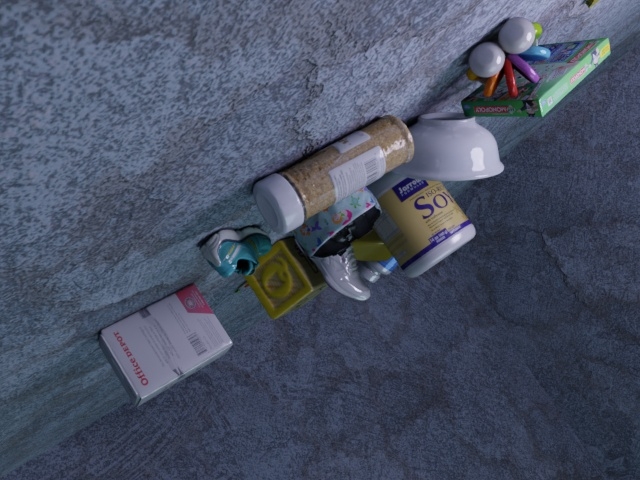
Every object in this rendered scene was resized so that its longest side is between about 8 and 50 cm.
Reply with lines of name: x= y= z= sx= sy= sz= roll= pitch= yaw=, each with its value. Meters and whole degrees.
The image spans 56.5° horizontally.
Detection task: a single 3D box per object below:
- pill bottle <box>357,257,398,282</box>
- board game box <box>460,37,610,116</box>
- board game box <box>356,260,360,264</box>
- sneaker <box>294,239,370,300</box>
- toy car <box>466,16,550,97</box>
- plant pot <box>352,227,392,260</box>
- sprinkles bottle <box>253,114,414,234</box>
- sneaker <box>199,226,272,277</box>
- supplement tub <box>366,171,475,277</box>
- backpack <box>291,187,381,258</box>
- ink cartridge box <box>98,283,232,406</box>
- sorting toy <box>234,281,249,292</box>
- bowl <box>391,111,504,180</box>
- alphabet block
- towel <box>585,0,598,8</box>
pill bottle: x=0.233 y=0.042 z=2.099 sx=0.221 sy=0.124 sz=0.124 roll=-47 pitch=168 yaw=14
board game box: x=0.520 y=-0.394 z=1.442 sx=0.317 sy=0.046 sz=0.214 roll=-40 pitch=-148 yaw=-26
board game box: x=0.242 y=-0.035 z=2.169 sx=0.208 sy=0.056 sz=0.346 roll=-3 pitch=135 yaw=-48
sneaker: x=0.055 y=0.048 z=1.790 sx=0.152 sy=0.305 sz=0.114 roll=-44 pitch=174 yaw=21
toy car: x=0.423 y=-0.392 z=1.318 sx=0.182 sy=0.136 sz=0.159 roll=-38 pitch=170 yaw=20
plant pot: x=0.142 y=-0.046 z=1.929 sx=0.187 sy=0.212 sz=0.212 roll=-10 pitch=164 yaw=-21
sprinkles bottle: x=0.033 y=-0.145 z=1.268 sx=0.355 sy=0.121 sz=0.121 roll=-31 pitch=170 yaw=-22
sneaker: x=-0.194 y=0.038 z=1.449 sx=0.107 sy=0.110 sz=0.275 roll=-38 pitch=171 yaw=20
supplement tub: x=0.263 y=-0.085 z=1.733 sx=0.241 sy=0.331 sz=0.241 roll=-34 pitch=171 yaw=-6
backpack: x=0.027 y=-0.064 z=1.445 sx=0.225 sy=0.191 sz=0.253 roll=-38 pitch=178 yaw=6
ink cartridge box: x=-0.414 y=0.275 z=1.588 sx=0.283 sy=0.207 sz=0.117 roll=-28 pitch=167 yaw=-33
sorting toy: x=-0.271 y=0.163 z=2.135 sx=0.083 sy=0.012 sz=0.062 roll=-39 pitch=170 yaw=22
bowl: x=0.317 y=-0.250 z=1.516 sx=0.298 sy=0.134 sz=0.298 roll=-2 pitch=-159 yaw=1
alphabet block: x=-0.097 y=0.112 z=1.927 sx=0.192 sy=0.193 sz=0.197 roll=-41 pitch=169 yaw=25
towel: x=0.698 y=-0.639 z=1.401 sx=0.102 sy=0.021 sz=0.237 roll=-41 pitch=170 yaw=3
